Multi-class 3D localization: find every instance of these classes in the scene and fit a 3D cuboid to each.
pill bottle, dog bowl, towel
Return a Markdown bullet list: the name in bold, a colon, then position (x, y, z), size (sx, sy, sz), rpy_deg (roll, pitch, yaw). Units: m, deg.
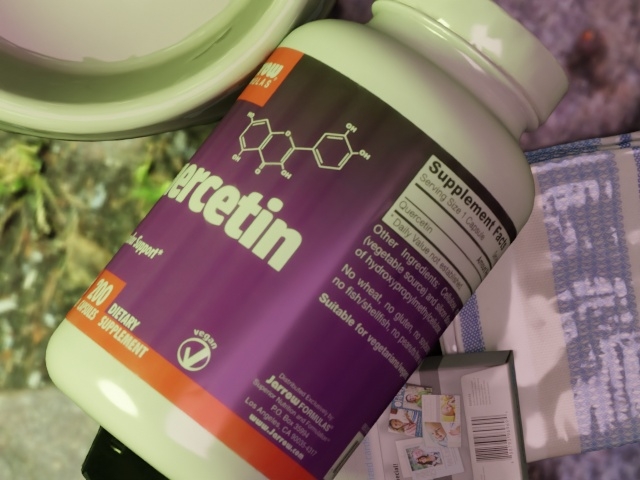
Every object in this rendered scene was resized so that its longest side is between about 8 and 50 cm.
- **pill bottle**: position (0.000, 0.000, 1.111), size (0.181, 0.181, 0.323), rpy_deg (38, 83, -7)
- **dog bowl**: position (-0.142, -0.221, 1.148), size (0.349, 0.102, 0.349), rpy_deg (0, 99, -2)
- **towel**: position (0.210, 0.030, 1.234), size (0.285, 0.034, 0.209), rpy_deg (-11, 100, 0)

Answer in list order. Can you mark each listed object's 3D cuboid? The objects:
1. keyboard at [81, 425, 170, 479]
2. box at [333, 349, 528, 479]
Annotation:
- **keyboard**: position (-0.061, 0.171, 1.224), size (0.192, 0.038, 0.100), rpy_deg (35, 133, 7)
- **box**: position (0.040, 0.151, 1.227), size (0.186, 0.038, 0.145), rpy_deg (-7, 100, 12)
